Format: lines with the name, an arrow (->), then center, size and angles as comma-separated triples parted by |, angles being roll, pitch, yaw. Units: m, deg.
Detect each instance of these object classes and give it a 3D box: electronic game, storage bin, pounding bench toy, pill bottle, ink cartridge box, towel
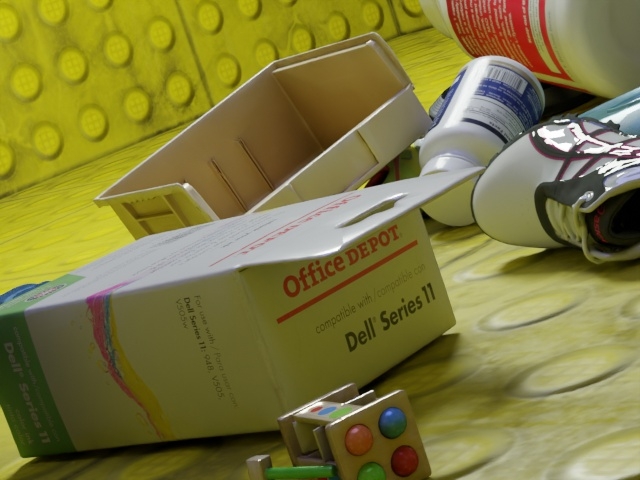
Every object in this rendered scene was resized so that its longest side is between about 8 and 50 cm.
electronic game -> 0.252, -0.185, 2.250 | 0.229, 0.048, 0.229 | -12, 16, 4
storage bin -> -0.056, -0.077, 1.769 | 0.262, 0.123, 0.260 | -39, 14, -22
pounding bench toy -> 0.008, 0.119, 0.957 | 0.083, 0.052, 0.065 | -23, 11, -28
pill bottle -> 0.150, -0.093, 1.676 | 0.094, 0.094, 0.169 | -12, 34, 36
ink cartridge box -> -0.052, 0.054, 1.241 | 0.353, 0.119, 0.207 | -11, 11, 41
towel -> -0.327, 0.066, 1.976 | 0.067, 0.029, 0.119 | -27, 13, -37
pill bottle -> 0.288, -0.305, 2.128 | 0.229, 0.229, 0.408 | -22, 21, -21

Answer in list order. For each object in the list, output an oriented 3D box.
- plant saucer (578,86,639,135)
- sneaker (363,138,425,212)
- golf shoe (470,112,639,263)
plant saucer -> 0.327, -0.128, 1.660 | 0.318, 0.043, 0.317 | -24, 4, 2
sneaker -> 0.084, -0.068, 1.814 | 0.094, 0.081, 0.208 | -25, 8, 0
golf shoe -> 0.210, -0.036, 1.328 | 0.273, 0.105, 0.120 | -10, 20, 44
